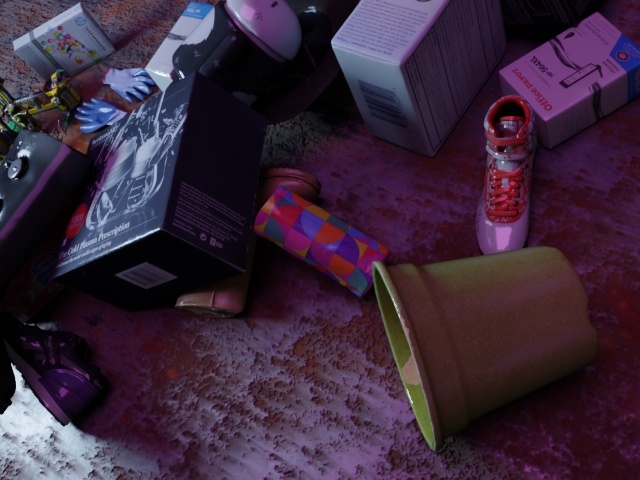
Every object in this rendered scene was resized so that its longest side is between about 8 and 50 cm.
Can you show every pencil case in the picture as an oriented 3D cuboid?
[{"bbox_3d":[0.000,0.000,1.236,0.236,0.104,0.104,32,76,8],"label":"pencil case"}]

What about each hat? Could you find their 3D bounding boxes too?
[{"bbox_3d":[-0.027,-0.351,1.464,0.331,0.134,0.331,-18,59,33],"label":"hat"}]

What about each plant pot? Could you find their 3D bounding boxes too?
[{"bbox_3d":[0.234,0.124,1.038,0.253,0.276,0.276,-17,57,-1],"label":"plant pot"}]

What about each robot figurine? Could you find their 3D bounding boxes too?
[{"bbox_3d":[-0.164,-0.344,1.364,0.278,0.173,0.209,-43,50,18],"label":"robot figurine"}]

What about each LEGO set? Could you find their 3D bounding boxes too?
[{"bbox_3d":[-0.698,-0.278,1.632,0.254,0.192,0.331,-5,55,21],"label":"LEGO set"}]

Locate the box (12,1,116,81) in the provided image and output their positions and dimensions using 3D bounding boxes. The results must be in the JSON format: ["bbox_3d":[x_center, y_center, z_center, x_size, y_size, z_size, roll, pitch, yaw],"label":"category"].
[{"bbox_3d":[-0.605,-0.461,1.744,0.186,0.145,0.038,-29,58,3],"label":"box"}]

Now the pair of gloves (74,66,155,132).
[{"bbox_3d":[-0.474,-0.323,1.690,0.159,0.023,0.198,19,70,31],"label":"pair of gloves"}]

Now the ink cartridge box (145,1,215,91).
[{"bbox_3d":[-0.268,-0.390,1.575,0.082,0.140,0.191,21,72,28],"label":"ink cartridge box"}]

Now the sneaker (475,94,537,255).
[{"bbox_3d":[0.297,-0.103,1.190,0.090,0.145,0.270,5,65,24],"label":"sneaker"}]

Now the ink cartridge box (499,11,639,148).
[{"bbox_3d":[0.435,-0.277,1.270,0.203,0.086,0.148,-31,55,2],"label":"ink cartridge box"}]

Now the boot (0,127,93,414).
[{"bbox_3d":[-0.535,0.029,1.285,0.367,0.146,0.445,25,75,35],"label":"boot"}]

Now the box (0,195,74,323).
[{"bbox_3d":[-0.558,0.023,1.466,0.257,0.123,0.128,-42,56,-5],"label":"box"}]

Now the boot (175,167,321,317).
[{"bbox_3d":[-0.126,0.008,1.336,0.236,0.089,0.270,-2,63,28],"label":"boot"}]

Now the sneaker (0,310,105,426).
[{"bbox_3d":[-0.500,0.211,1.367,0.124,0.107,0.283,-40,60,-19],"label":"sneaker"}]

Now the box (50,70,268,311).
[{"bbox_3d":[-0.287,-0.075,1.314,0.343,0.179,0.313,-20,52,39],"label":"box"}]

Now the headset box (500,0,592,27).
[{"bbox_3d":[0.388,-0.528,1.362,0.283,0.131,0.246,20,70,51],"label":"headset box"}]

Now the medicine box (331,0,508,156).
[{"bbox_3d":[0.188,-0.347,1.298,0.149,0.263,0.289,26,74,31],"label":"medicine box"}]
